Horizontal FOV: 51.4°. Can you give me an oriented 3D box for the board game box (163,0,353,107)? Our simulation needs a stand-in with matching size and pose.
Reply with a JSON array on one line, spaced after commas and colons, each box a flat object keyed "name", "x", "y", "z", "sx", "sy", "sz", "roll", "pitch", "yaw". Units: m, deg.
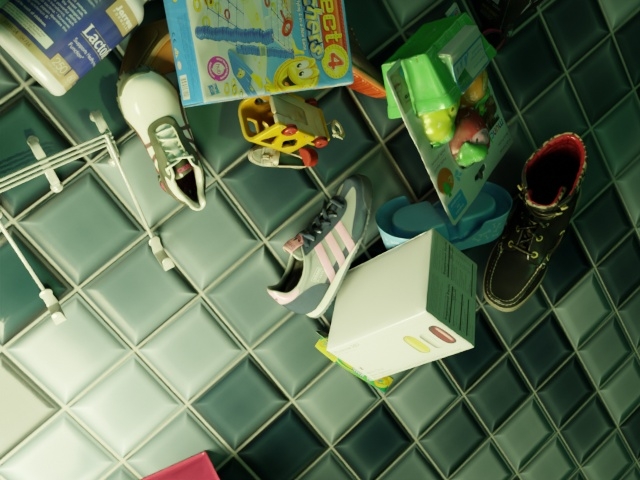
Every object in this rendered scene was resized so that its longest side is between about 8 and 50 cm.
[{"name": "board game box", "x": -0.104, "y": -0.396, "z": 1.110, "sx": 0.302, "sy": 0.086, "sz": 0.308, "roll": -17, "pitch": 105, "yaw": -33}]

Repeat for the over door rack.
[{"name": "over door rack", "x": -0.434, "y": -0.043, "z": 1.163, "sx": 0.240, "sy": 0.108, "sz": 0.324, "roll": -28, "pitch": 126, "yaw": -17}]

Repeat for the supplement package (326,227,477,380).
[{"name": "supplement package", "x": 0.165, "y": 0.135, "z": 1.346, "sx": 0.145, "sy": 0.262, "sz": 0.204, "roll": 37, "pitch": 45, "yaw": -26}]

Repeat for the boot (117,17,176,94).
[{"name": "boot", "x": -0.216, "y": -0.333, "z": 1.201, "sx": 0.220, "sy": 0.109, "sz": 0.283, "roll": 26, "pitch": 99, "yaw": -44}]

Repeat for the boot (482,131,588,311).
[{"name": "boot", "x": 0.477, "y": -0.039, "z": 1.479, "sx": 0.377, "sy": 0.138, "sz": 0.284, "roll": -54, "pitch": 157, "yaw": -9}]

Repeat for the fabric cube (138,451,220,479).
[{"name": "fabric cube", "x": -0.272, "y": 0.625, "z": 1.293, "sx": 0.254, "sy": 0.259, "sz": 0.258, "roll": -18, "pitch": 109, "yaw": -19}]

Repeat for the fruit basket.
[{"name": "fruit basket", "x": 0.287, "y": -0.265, "z": 1.359, "sx": 0.327, "sy": 0.166, "sz": 0.353, "roll": -48, "pitch": 115, "yaw": -35}]

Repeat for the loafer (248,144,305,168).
[{"name": "loafer", "x": -0.080, "y": -0.165, "z": 1.324, "sx": 0.125, "sy": 0.039, "sz": 0.045, "roll": 5, "pitch": 100, "yaw": -26}]

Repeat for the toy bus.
[{"name": "toy bus", "x": -0.065, "y": -0.222, "z": 1.281, "sx": 0.104, "sy": 0.191, "sz": 0.202, "roll": -24, "pitch": 115, "yaw": 30}]

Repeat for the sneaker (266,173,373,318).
[{"name": "sneaker", "x": 0.000, "y": 0.000, "z": 1.359, "sx": 0.131, "sy": 0.112, "sz": 0.318, "roll": 21, "pitch": 91, "yaw": -30}]

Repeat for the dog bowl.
[{"name": "dog bowl", "x": 0.266, "y": -0.041, "z": 1.435, "sx": 0.298, "sy": 0.166, "sz": 0.074, "roll": -15, "pitch": 126, "yaw": -8}]

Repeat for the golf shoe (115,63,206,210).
[{"name": "golf shoe", "x": -0.257, "y": -0.174, "z": 1.152, "sx": 0.105, "sy": 0.120, "sz": 0.272, "roll": -30, "pitch": 134, "yaw": -12}]

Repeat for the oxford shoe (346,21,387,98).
[{"name": "oxford shoe", "x": 0.053, "y": -0.375, "z": 1.311, "sx": 0.271, "sy": 0.097, "sz": 0.098, "roll": 30, "pitch": 82, "yaw": -27}]

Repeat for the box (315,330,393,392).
[{"name": "box", "x": 0.066, "y": 0.261, "z": 1.453, "sx": 0.179, "sy": 0.105, "sz": 0.043, "roll": 38, "pitch": 84, "yaw": -26}]

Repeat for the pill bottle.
[{"name": "pill bottle", "x": -0.384, "y": -0.374, "z": 1.072, "sx": 0.264, "sy": 0.153, "sz": 0.153, "roll": -46, "pitch": 116, "yaw": -8}]

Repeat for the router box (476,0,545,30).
[{"name": "router box", "x": 0.482, "y": -0.614, "z": 1.381, "sx": 0.309, "sy": 0.081, "sz": 0.243, "roll": -35, "pitch": 158, "yaw": -15}]

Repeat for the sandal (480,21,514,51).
[{"name": "sandal", "x": 0.367, "y": -0.436, "z": 1.470, "sx": 0.179, "sy": 0.040, "sz": 0.067, "roll": -36, "pitch": 114, "yaw": -14}]
